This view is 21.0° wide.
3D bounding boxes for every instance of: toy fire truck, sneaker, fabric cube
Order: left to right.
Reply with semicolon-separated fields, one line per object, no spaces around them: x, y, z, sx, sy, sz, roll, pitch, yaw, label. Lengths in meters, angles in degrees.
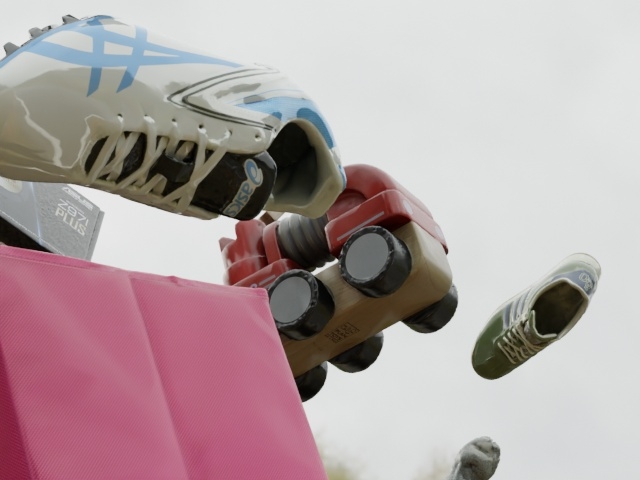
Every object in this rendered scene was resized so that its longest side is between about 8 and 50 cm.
-0.162;0.188;1.118;0.259;0.258;0.254;11;-41;-44;fabric cube
-0.073;-0.050;0.824;0.237;0.086;0.085;1;-51;-51;sneaker
0.000;0.000;1.579;0.217;0.246;0.158;-30;-36;20;toy fire truck
0.235;0.094;1.933;0.064;0.086;0.192;43;-70;-4;sneaker

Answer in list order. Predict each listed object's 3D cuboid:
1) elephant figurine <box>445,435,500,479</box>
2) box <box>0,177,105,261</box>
0.084;0.325;1.604;0.186;0.239;0.169;-7;-48;26;elephant figurine
-0.296;-0.022;1.563;0.180;0.147;0.077;37;-71;-14;box
